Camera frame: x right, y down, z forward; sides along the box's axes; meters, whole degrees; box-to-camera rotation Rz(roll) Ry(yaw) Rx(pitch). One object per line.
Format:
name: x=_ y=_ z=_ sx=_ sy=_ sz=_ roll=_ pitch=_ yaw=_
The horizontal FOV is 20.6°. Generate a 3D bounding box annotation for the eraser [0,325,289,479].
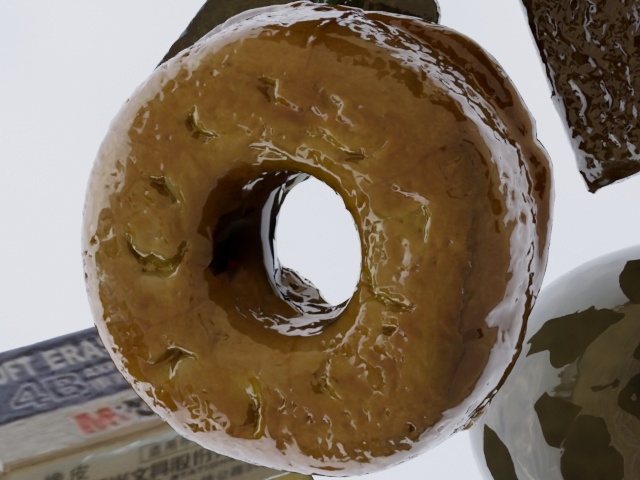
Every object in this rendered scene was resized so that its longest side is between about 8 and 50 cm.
eraser: x=-0.142 y=0.121 z=1.143 sx=0.279 sy=0.124 sz=0.081 roll=-15 pitch=-54 yaw=-25

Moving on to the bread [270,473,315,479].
bread: x=-0.019 y=0.283 z=1.429 sx=0.266 sy=0.142 sz=0.178 roll=60 pitch=-139 yaw=-20

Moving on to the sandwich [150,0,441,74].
sandwich: x=-0.008 y=-0.117 z=1.339 sx=0.162 sy=0.301 sz=0.250 roll=41 pitch=-101 yaw=7

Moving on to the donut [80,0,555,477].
donut: x=-0.002 y=0.001 z=0.818 sx=0.226 sy=0.227 sz=0.114 roll=60 pitch=-159 yaw=1

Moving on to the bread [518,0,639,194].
bread: x=0.212 y=-0.255 z=1.327 sx=0.113 sy=0.165 sz=0.416 roll=-21 pitch=-88 yaw=-58

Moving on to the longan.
longan: x=0.289 y=0.131 z=1.360 sx=0.350 sy=0.288 sz=0.288 roll=-11 pitch=-102 yaw=0
